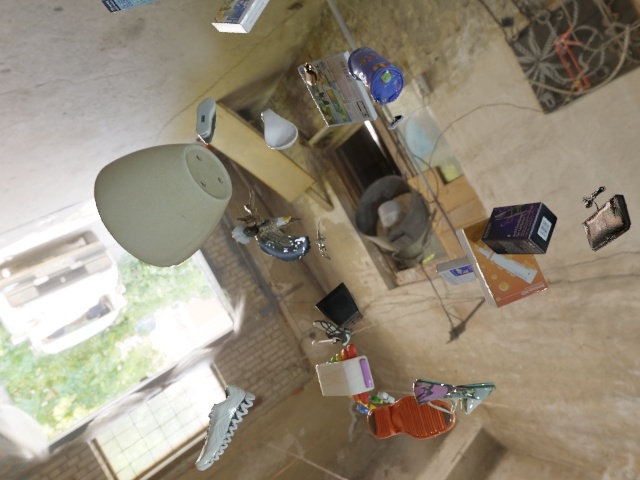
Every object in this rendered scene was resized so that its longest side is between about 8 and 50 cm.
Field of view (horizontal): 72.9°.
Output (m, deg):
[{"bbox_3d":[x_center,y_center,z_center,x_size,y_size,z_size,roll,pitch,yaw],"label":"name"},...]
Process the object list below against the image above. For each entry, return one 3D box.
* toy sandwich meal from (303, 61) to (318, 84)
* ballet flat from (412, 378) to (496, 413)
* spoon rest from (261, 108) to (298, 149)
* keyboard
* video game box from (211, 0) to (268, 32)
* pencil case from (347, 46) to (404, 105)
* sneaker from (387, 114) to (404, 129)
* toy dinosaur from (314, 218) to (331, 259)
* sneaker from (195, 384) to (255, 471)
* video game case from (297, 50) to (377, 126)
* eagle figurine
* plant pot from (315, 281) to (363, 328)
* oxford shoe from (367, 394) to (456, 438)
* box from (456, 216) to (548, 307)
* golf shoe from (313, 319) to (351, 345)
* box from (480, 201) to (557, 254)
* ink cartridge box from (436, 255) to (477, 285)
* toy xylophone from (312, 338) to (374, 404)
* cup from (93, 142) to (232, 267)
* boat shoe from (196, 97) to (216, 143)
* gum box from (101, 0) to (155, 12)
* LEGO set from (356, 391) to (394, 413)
[{"bbox_3d":[-0.039,-0.630,1.636,0.029,0.086,0.085,-35,-178,-12],"label":"toy sandwich meal"},{"bbox_3d":[0.338,0.394,1.090,0.221,0.079,0.077,6,158,-11],"label":"ballet flat"},{"bbox_3d":[-0.184,-0.462,1.773,0.137,0.276,0.084,-30,138,-2],"label":"spoon rest"},{"bbox_3d":[0.995,-0.090,1.526,0.033,0.202,0.317,-12,163,9],"label":"keyboard"},{"bbox_3d":[-0.258,-0.793,1.460,0.205,0.048,0.187,29,-96,43],"label":"video game box"},{"bbox_3d":[0.189,-0.569,1.491,0.119,0.133,0.306,-31,-142,8],"label":"pencil case"},{"bbox_3d":[0.382,-0.615,2.231,0.098,0.038,0.069,-35,159,17],"label":"sneaker"},{"bbox_3d":[0.000,0.000,1.814,0.053,0.183,0.092,-13,-178,3],"label":"toy dinosaur"},{"bbox_3d":[-0.344,0.630,1.476,0.110,0.118,0.292,-46,-171,48],"label":"sneaker"},{"bbox_3d":[0.078,-0.686,2.006,0.299,0.329,0.036,6,-130,45],"label":"video game case"},{"bbox_3d":[-0.195,-0.049,1.835,0.225,0.227,0.298,13,165,38],"label":"eagle figurine"},{"bbox_3d":[0.114,0.359,2.232,0.188,0.167,0.187,-39,150,-2],"label":"plant pot"},{"bbox_3d":[0.314,0.574,1.429,0.132,0.130,0.363,4,158,-36],"label":"oxford shoe"},{"bbox_3d":[0.738,0.073,1.785,0.214,0.346,0.168,-23,174,6],"label":"box"},{"bbox_3d":[0.047,0.436,2.051,0.198,0.094,0.077,12,164,27],"label":"golf shoe"},{"bbox_3d":[0.711,-0.039,1.559,0.207,0.108,0.153,-5,-125,60],"label":"box"},{"bbox_3d":[0.801,0.137,2.217,0.370,0.175,0.069,-19,-132,40],"label":"ink cartridge box"},{"bbox_3d":[0.067,0.467,1.577,0.081,0.237,0.322,-8,174,-28],"label":"toy xylophone"},{"bbox_3d":[-0.379,-0.125,1.153,0.236,0.331,0.331,-28,-179,24],"label":"cup"},{"bbox_3d":[-0.471,-0.498,1.801,0.077,0.220,0.070,-5,150,10],"label":"boat shoe"},{"bbox_3d":[-0.403,-0.613,0.982,0.184,0.157,0.041,-11,163,7],"label":"gum box"},{"bbox_3d":[0.193,0.663,1.793,0.087,0.093,0.227,-57,-167,-29],"label":"LEGO set"}]
